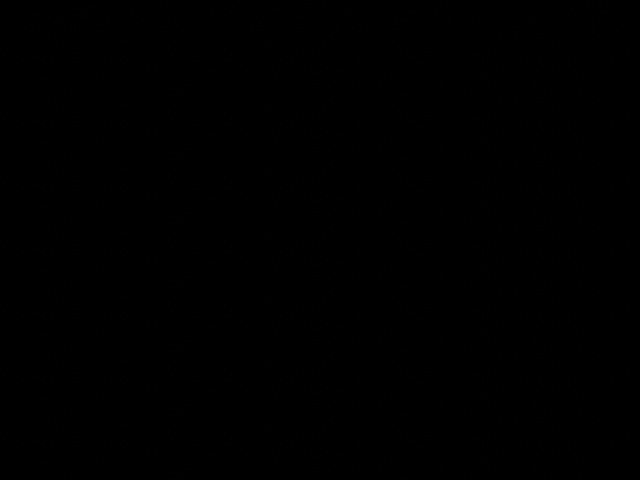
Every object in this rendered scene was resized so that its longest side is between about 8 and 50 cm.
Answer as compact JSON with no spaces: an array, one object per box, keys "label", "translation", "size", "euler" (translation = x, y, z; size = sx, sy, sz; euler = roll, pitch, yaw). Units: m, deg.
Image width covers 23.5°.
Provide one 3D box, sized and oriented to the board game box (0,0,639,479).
[{"label":"board game box","translation":[0.031,-0.053,0.155],"size":[0.356,0.357,0.356],"euler":[24,-52,40]}]
